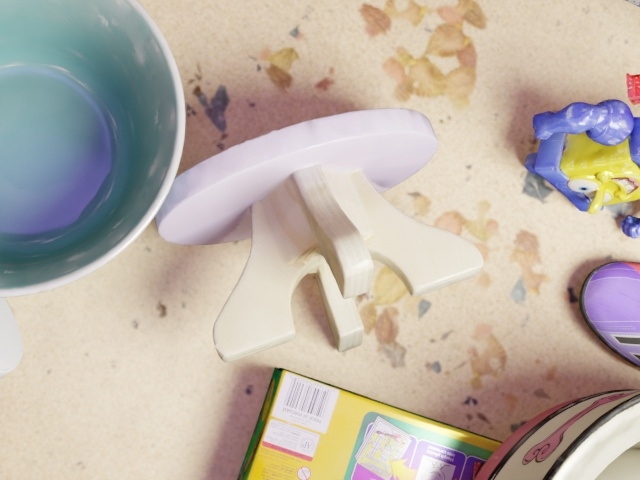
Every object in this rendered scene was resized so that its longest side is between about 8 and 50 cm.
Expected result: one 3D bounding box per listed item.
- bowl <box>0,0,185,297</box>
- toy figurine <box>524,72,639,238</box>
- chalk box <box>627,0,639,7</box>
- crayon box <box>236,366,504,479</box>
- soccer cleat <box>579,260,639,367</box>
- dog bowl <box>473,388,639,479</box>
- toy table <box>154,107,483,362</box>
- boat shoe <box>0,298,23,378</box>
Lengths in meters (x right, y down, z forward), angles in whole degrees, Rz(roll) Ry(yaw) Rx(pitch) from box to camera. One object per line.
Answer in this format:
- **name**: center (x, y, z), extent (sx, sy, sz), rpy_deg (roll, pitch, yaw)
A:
- **bowl**: center (-0.280, -0.096, 0.967), extent (0.311, 0.163, 0.311), rpy_deg (1, 82, -7)
- **toy figurine**: center (0.319, -0.098, 1.057), extent (0.362, 0.217, 0.191), rpy_deg (29, 61, -46)
- **chalk box**: center (0.339, -0.356, 1.052), extent (0.289, 0.179, 0.180), rpy_deg (24, 82, -4)
- **crayon box**: center (0.063, 0.245, 1.017), extent (0.278, 0.081, 0.165), rpy_deg (19, 83, -4)
- **soccer cleat**: center (0.412, 0.113, 1.048), extent (0.318, 0.116, 0.108), rpy_deg (31, 82, -3)
- **dog bowl**: center (0.287, 0.318, 0.950), extent (0.408, 0.150, 0.408), rpy_deg (-1, 92, -24)
- **toy table**: center (0.000, 0.000, 0.971), extent (0.274, 0.252, 0.161), rpy_deg (-22, 70, 4)
- **boat shoe**: center (-0.414, 0.032, 0.983), extent (0.102, 0.108, 0.301), rpy_deg (-40, 104, 23)
